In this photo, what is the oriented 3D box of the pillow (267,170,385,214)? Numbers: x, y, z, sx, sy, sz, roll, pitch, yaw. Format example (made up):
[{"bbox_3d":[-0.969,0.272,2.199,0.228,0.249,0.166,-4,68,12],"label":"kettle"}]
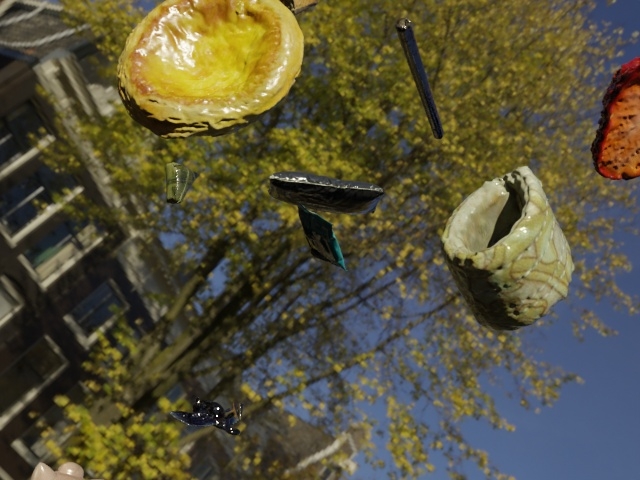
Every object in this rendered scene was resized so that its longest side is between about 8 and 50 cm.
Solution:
[{"bbox_3d":[0.006,-0.086,1.417,0.209,0.055,0.141,9,-10,-3],"label":"pillow"}]

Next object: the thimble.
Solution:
[{"bbox_3d":[0.248,0.010,1.014,0.138,0.190,0.143,-1,-45,45],"label":"thimble"}]

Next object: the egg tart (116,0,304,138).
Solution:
[{"bbox_3d":[-0.175,-0.275,1.264,0.319,0.319,0.128,32,-21,21],"label":"egg tart"}]

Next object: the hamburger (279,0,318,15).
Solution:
[{"bbox_3d":[-0.072,-0.578,1.573,0.136,0.155,0.207,17,-48,25],"label":"hamburger"}]

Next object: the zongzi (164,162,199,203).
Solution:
[{"bbox_3d":[-0.334,-0.130,1.908,0.052,0.103,0.113,-8,-16,29],"label":"zongzi"}]

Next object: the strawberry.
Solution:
[{"bbox_3d":[0.544,-0.221,1.325,0.190,0.111,0.236,26,-65,-18],"label":"strawberry"}]

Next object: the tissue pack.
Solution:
[{"bbox_3d":[0.000,0.000,1.304,0.085,0.028,0.138,31,-21,32],"label":"tissue pack"}]

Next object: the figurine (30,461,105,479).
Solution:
[{"bbox_3d":[-0.431,0.437,1.277,0.125,0.138,0.125,23,8,-3],"label":"figurine"}]

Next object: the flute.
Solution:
[{"bbox_3d":[0.097,-0.142,0.726,0.014,0.014,0.269,34,-1,19],"label":"flute"}]

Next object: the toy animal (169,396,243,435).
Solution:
[{"bbox_3d":[-0.197,0.330,1.461,0.108,0.062,0.220,2,-9,23],"label":"toy animal"}]
